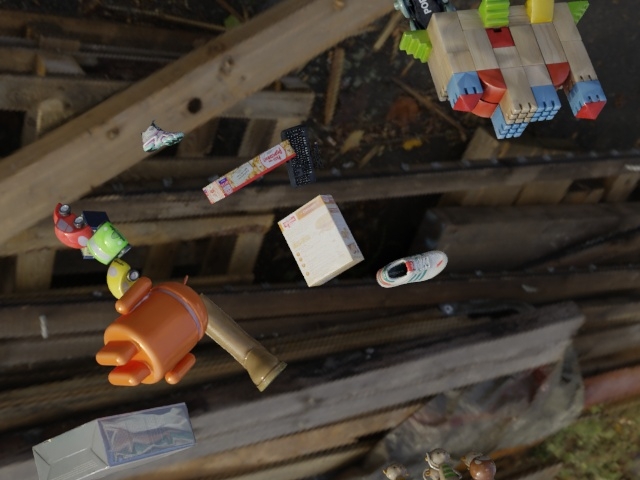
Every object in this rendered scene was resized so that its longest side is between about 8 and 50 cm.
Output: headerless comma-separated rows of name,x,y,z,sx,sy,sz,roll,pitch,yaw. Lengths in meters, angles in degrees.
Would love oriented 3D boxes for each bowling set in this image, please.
bowling set,0.306,0.501,1.738,0.287,0.154,0.199,14,120,-29

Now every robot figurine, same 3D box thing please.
robot figurine,-0.278,0.157,1.381,0.219,0.158,0.128,-46,171,-43

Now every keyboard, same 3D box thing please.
keyboard,-0.041,-0.217,2.106,0.100,0.038,0.192,-23,136,-11

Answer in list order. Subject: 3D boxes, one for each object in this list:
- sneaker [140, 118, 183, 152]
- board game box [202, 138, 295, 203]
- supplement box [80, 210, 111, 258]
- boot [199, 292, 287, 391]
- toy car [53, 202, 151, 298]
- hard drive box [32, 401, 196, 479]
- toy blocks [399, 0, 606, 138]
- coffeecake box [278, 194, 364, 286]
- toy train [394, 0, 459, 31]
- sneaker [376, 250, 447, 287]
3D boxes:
sneaker,-0.363,-0.247,1.835,0.098,0.069,0.038,-18,170,6
board game box,-0.166,-0.157,1.852,0.194,0.147,0.045,-32,97,-17
supplement box,-0.519,-0.013,1.862,0.056,0.083,0.083,2,118,-28
boot,-0.215,0.244,1.972,0.089,0.269,0.236,-47,-177,-12
toy car,-0.374,0.018,1.381,0.053,0.239,0.225,-46,-174,-22
hard drive box,-0.380,0.384,1.509,0.181,0.089,0.232,-26,164,27
toy blocks,0.376,-0.325,1.587,0.382,0.260,0.190,-8,157,-12
coffeecake box,0.000,0.000,2.022,0.142,0.185,0.068,-32,167,26
toy train,0.241,-0.621,1.956,0.142,0.190,0.334,-19,130,20
sneaker,0.201,0.060,1.725,0.161,0.057,0.075,-15,172,-7
